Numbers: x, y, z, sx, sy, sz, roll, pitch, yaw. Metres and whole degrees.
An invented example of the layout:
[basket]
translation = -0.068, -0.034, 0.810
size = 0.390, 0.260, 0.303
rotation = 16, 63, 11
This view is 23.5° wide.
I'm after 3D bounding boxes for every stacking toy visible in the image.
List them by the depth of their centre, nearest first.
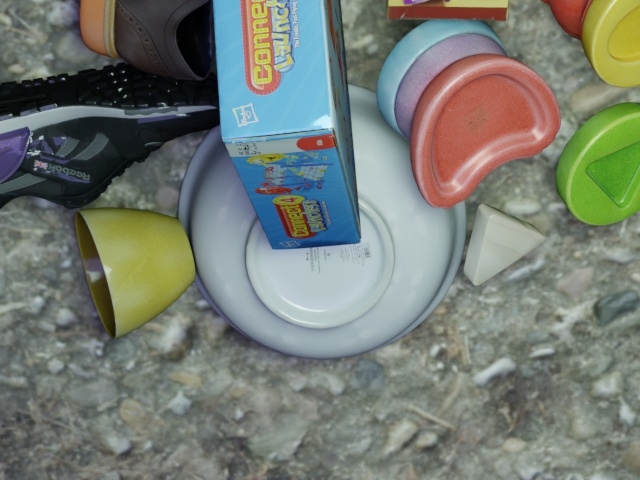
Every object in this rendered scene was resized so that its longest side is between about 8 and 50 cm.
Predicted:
[stacking toy]
translation = 0.203, -0.131, 1.482
size = 0.309, 0.130, 0.279
rotation = -25, 134, -12

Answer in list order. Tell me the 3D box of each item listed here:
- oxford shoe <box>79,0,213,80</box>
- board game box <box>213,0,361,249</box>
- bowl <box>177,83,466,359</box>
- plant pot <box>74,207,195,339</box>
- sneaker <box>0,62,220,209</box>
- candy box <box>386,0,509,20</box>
[oxford shoe]
translation = -0.128, -0.293, 1.368
size = 0.132, 0.130, 0.364
rotation = 26, 143, 11
[board game box]
translation = -0.029, -0.180, 1.319
size = 0.086, 0.302, 0.308
rotation = -6, 73, 4
[bowl]
translation = 0.000, 0.000, 1.519
size = 0.298, 0.134, 0.298
rotation = 0, 107, 2
[plant pot]
translation = -0.181, 0.022, 1.541
size = 0.095, 0.134, 0.134
rotation = -16, 107, -16
[sneaker]
translation = -0.222, -0.098, 1.526
size = 0.283, 0.107, 0.124
rotation = -5, 121, 7
[candy box]
translation = 0.114, -0.278, 1.408
size = 0.109, 0.187, 0.053
rotation = 1, 138, 1
